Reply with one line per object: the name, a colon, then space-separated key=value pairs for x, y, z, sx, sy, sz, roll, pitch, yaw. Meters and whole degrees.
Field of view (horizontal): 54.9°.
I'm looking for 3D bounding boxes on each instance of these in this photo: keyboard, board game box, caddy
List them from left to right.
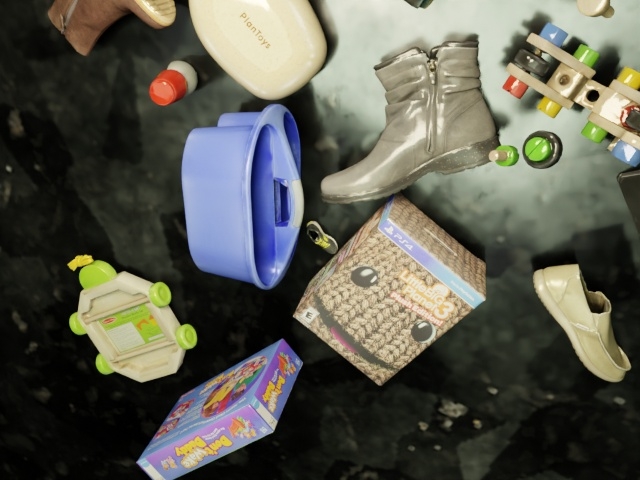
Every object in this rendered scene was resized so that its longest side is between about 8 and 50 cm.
board game box: x=-0.220 y=0.381 z=1.372 sx=0.347 sy=0.233 sz=0.078 roll=-32 pitch=103 yaw=26
caddy: x=-0.114 y=-0.079 z=1.121 sx=0.179 sy=0.241 sz=0.341 roll=9 pitch=118 yaw=17
board game box: x=0.134 y=0.096 z=1.195 sx=0.232 sy=0.141 sz=0.291 roll=39 pitch=119 yaw=-6
keyboard: x=0.593 y=-0.045 z=1.057 sx=0.108 sy=0.023 sz=0.180 roll=-7 pitch=119 yaw=53

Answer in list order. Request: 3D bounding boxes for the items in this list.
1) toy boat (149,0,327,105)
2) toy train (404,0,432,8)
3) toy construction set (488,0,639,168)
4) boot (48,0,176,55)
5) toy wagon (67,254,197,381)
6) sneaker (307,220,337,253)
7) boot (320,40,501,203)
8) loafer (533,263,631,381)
toy boat: x=-0.163 y=-0.344 z=1.072 sx=0.318 sy=0.148 sz=0.267 roll=-30 pitch=110 yaw=17
toy train: x=0.068 y=-0.470 z=0.909 sx=0.334 sy=0.190 sz=0.142 roll=35 pitch=118 yaw=-4
toy construction set: x=0.443 y=-0.253 z=0.947 sx=0.257 sy=0.237 sz=0.308 roll=15 pitch=103 yaw=41
boot: x=-0.376 y=-0.410 z=1.102 sx=0.248 sy=0.090 sz=0.207 roll=49 pitch=126 yaw=9
toy wagon: x=-0.453 y=0.172 z=1.426 sx=0.267 sy=0.068 sz=0.344 roll=-20 pitch=108 yaw=22
sneaker: x=0.000 y=0.000 z=1.242 sx=0.083 sy=0.035 sz=0.031 roll=44 pitch=118 yaw=-9
boot: x=0.131 y=-0.207 z=1.078 sx=0.338 sy=0.118 sz=0.222 roll=-19 pitch=107 yaw=10
loafer: x=0.505 y=0.152 z=1.149 sx=0.092 sy=0.102 sz=0.268 roll=-34 pitch=102 yaw=32
